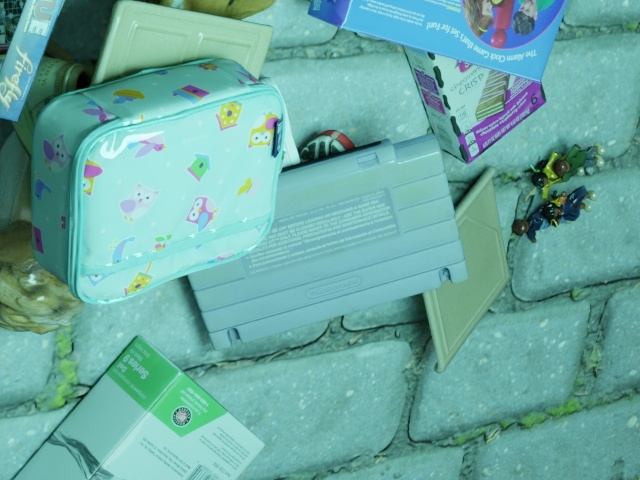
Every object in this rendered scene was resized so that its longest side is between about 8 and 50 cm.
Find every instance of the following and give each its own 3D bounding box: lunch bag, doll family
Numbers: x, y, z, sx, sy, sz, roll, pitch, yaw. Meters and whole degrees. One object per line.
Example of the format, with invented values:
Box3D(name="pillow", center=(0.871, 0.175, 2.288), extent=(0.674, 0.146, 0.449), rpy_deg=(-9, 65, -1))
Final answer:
Box3D(name="lunch bag", center=(-0.160, -0.059, 1.687), extent=(0.279, 0.108, 0.224), rpy_deg=(-18, 127, -37))
Box3D(name="doll family", center=(0.352, -0.069, 2.442), extent=(0.111, 0.076, 0.193), rpy_deg=(-21, 129, -35))

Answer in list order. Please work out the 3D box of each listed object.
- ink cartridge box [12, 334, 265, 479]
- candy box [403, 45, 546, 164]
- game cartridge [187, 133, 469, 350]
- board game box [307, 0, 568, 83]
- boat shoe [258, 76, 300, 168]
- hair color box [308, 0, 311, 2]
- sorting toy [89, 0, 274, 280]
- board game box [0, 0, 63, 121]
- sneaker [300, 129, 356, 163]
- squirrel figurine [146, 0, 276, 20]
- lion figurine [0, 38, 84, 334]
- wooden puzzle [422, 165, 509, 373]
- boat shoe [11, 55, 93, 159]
Box3D(name="ink cartridge box", center=(-0.247, 0.303, 2.120), extent=(0.289, 0.121, 0.211), rpy_deg=(-49, 134, -7))
Box3D(name="candy box", center=(0.209, -0.243, 2.227), extent=(0.159, 0.071, 0.233), rpy_deg=(-38, 132, -16))
Box3D(name="game cartridge", center=(0.000, 0.000, 2.104), extent=(0.355, 0.068, 0.230), rpy_deg=(-15, 123, 0))
Box3D(name="board game box", center=(0.171, -0.348, 2.044), extent=(0.347, 0.078, 0.233), rpy_deg=(10, 103, -39))
Box3D(name="boat shoe", center=(-0.066, -0.118, 2.079), extent=(0.063, 0.066, 0.184), rpy_deg=(-22, 129, -12))
Box3D(name="hair color box", center=(-0.011, -0.354, 1.996), extent=(0.093, 0.053, 0.167), rpy_deg=(-55, 136, -1))
Box3D(name="sorting toy", center=(-0.180, -0.103, 1.757), extent=(0.229, 0.041, 0.307), rpy_deg=(2, 114, -46))
Box3D(name="board game box", center=(-0.348, -0.239, 1.648), extent=(0.042, 0.243, 0.165), rpy_deg=(12, 106, -43))
Box3D(name="sneaker", center=(0.062, -0.069, 2.206), extent=(0.118, 0.107, 0.279), rpy_deg=(-59, 141, -23))
Box3D(name="squirrel figurine", center=(-0.164, -0.409, 1.740), extent=(0.397, 0.281, 0.370), rpy_deg=(4, 122, -26))
Box3D(name="lion figurine", center=(-0.325, -0.081, 1.835), extent=(0.240, 0.142, 0.392), rpy_deg=(6, 105, -49))
Box3D(name="wooden puzzle", center=(0.203, 0.041, 2.367), extent=(0.221, 0.044, 0.239), rpy_deg=(-48, 142, -39))
Box3D(name="boat shoe", center=(-0.250, -0.072, 1.774), extent=(0.105, 0.089, 0.285), rpy_deg=(-56, 139, -35))
